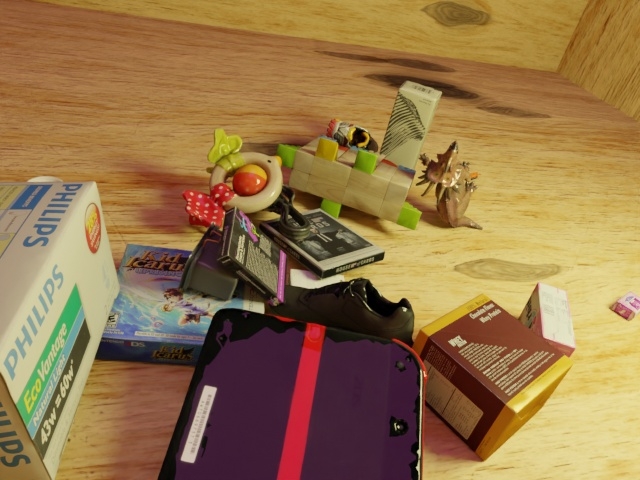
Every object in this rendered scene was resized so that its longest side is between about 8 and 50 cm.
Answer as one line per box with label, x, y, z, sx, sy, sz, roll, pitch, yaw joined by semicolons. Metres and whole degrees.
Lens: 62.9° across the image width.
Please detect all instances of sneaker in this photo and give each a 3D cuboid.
sneaker;0.111;-0.289;1.552;0.093;0.088;0.225;22;8;34
sneaker;0.040;0.117;0.955;0.287;0.130;0.109;13;32;15

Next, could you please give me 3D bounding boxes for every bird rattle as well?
bird rattle;-0.190;-0.130;1.166;0.207;0.143;0.253;2;48;7

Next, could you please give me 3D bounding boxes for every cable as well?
cable;-0.090;-0.065;1.214;0.140;0.072;0.287;-4;32;-36

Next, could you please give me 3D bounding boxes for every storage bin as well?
storage bin;-0.179;0.038;0.935;0.091;0.098;0.135;23;33;-4

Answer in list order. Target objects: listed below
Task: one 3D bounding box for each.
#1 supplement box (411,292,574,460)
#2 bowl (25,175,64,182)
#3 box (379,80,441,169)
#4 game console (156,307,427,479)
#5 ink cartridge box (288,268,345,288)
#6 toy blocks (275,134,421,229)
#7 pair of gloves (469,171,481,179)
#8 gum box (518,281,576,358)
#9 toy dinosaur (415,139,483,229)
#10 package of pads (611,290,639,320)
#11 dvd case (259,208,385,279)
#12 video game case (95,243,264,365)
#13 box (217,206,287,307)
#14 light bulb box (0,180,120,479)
supplement box;0.280;0.223;0.900;0.191;0.129;0.194;-19;47;-38
bowl;-0.564;-0.080;1.078;0.170;0.080;0.170;10;36;-7
box;0.247;-0.305;1.505;0.113;0.275;0.094;21;35;11
game console;-0.027;0.283;0.709;0.342;0.060;0.386;10;49;1
ink cartridge box;-0.007;0.093;1.071;0.115;0.029;0.062;8;34;-11
toy blocks;0.097;-0.174;1.385;0.382;0.190;0.261;20;24;8
pair of gloves;0.470;-0.219;1.696;0.074;0.010;0.083;-20;44;-37
gum box;0.443;0.177;1.040;0.062;0.107;0.188;19;35;8
toy dinosaur;0.333;-0.120;1.347;0.127;0.295;0.200;-15;25;23
package of pads;0.734;0.155;1.240;0.083;0.031;0.050;-18;44;-37
dvd case;0.000;0.000;1.178;0.179;0.029;0.239;-15;36;-36
video game case;-0.236;0.111;0.939;0.270;0.061;0.244;7;34;-10
box;-0.116;0.031;0.930;0.029;0.162;0.116;-22;42;22
light bulb box;-0.496;0.102;0.672;0.361;0.225;0.357;0;37;-5
